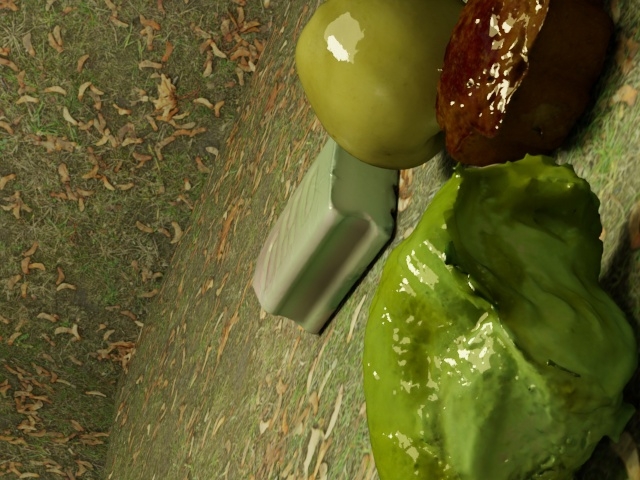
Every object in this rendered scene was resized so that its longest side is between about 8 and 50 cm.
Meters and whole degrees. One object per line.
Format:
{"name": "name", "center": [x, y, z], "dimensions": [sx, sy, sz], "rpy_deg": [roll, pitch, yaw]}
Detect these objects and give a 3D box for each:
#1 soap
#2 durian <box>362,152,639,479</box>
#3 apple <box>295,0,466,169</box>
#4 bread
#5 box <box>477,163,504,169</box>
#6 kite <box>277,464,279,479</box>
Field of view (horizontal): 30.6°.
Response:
{"name": "soap", "center": [0.000, 0.000, 1.867], "dimensions": [0.347, 0.115, 0.208], "rpy_deg": [124, 161, -45]}
{"name": "durian", "center": [0.140, 0.108, 1.010], "dimensions": [0.339, 0.205, 0.255], "rpy_deg": [-60, 29, 23]}
{"name": "apple", "center": [0.100, -0.226, 1.517], "dimensions": [0.262, 0.262, 0.262], "rpy_deg": [-160, 90, -76]}
{"name": "bread", "center": [0.211, -0.187, 1.281], "dimensions": [0.232, 0.135, 0.246], "rpy_deg": [-84, 20, -45]}
{"name": "box", "center": [0.170, 0.015, 1.250], "dimensions": [0.146, 0.088, 0.200], "rpy_deg": [168, 120, -75]}
{"name": "kite", "center": [-0.069, 0.384, 1.821], "dimensions": [0.078, 0.002, 0.044], "rpy_deg": [-112, 44, -68]}
